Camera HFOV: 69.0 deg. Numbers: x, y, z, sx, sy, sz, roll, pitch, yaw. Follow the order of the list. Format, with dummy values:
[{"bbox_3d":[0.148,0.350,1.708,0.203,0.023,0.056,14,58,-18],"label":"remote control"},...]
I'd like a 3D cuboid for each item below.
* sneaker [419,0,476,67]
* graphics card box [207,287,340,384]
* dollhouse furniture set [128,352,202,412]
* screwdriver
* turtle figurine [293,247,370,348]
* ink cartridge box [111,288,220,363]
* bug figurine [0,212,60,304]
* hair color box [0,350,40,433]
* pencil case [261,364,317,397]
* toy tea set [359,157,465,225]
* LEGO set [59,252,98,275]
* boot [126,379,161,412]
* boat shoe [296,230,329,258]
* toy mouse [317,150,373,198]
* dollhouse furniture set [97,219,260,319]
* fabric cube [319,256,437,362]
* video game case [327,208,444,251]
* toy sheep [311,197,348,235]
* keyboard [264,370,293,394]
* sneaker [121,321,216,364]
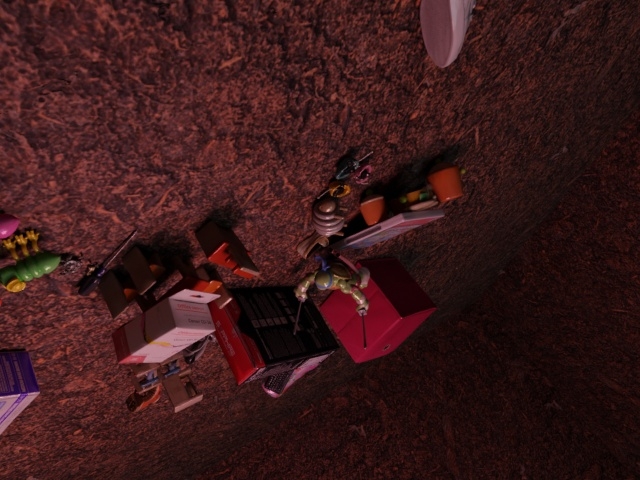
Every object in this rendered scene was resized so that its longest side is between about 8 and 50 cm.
[{"bbox_3d":[0.260,-0.437,0.776,0.169,0.108,0.292,-30,153,-6],"label":"sneaker"},{"bbox_3d":[-0.126,0.250,1.306,0.094,0.232,0.371,-46,154,25],"label":"graphics card box"},{"bbox_3d":[-0.411,0.378,1.224,0.129,0.183,0.129,-20,150,-30],"label":"dollhouse furniture set"},{"bbox_3d":[-0.396,0.041,0.873,0.170,0.024,0.025,-46,-177,5],"label":"screwdriver"},{"bbox_3d":[0.037,0.157,1.337,0.198,0.274,0.266,-17,-178,23],"label":"turtle figurine"},{"bbox_3d":[-0.295,0.173,0.921,0.198,0.067,0.115,-32,156,18],"label":"ink cartridge box"},{"bbox_3d":[-0.510,0.040,0.662,0.216,0.072,0.279,-29,153,-16],"label":"bug figurine"},{"bbox_3d":[-0.708,0.291,0.800,0.185,0.110,0.339,-43,152,16],"label":"hair color box"},{"bbox_3d":[-0.114,0.525,1.929,0.284,0.124,0.124,-42,154,9],"label":"pencil case"},{"bbox_3d":[0.253,-0.143,1.302,0.336,0.124,0.200,-17,178,-41],"label":"toy tea set"},{"bbox_3d":[-0.431,0.047,0.827,0.054,0.023,0.083,-47,152,21],"label":"LEGO set"},{"bbox_3d":[-0.505,0.452,1.386,0.158,0.059,0.085,-42,158,31],"label":"boot"},{"bbox_3d":[0.000,0.000,1.258,0.135,0.045,0.050,-39,155,7],"label":"boat shoe"},{"bbox_3d":[0.075,-0.163,1.092,0.161,0.031,0.143,-8,143,-45],"label":"toy mouse"},{"bbox_3d":[-0.269,0.093,0.975,0.259,0.135,0.262,-41,154,9],"label":"dollhouse furniture set"},{"bbox_3d":[0.207,0.244,1.681,0.254,0.259,0.258,-1,137,-49],"label":"fabric cube"},{"bbox_3d":[0.184,-0.026,1.333,0.204,0.025,0.285,-8,168,-45],"label":"video game case"},{"bbox_3d":[0.021,-0.053,1.148,0.091,0.091,0.132,-25,140,-23],"label":"toy sheep"},{"bbox_3d":[-0.167,0.521,1.859,0.180,0.108,0.023,-62,180,9],"label":"keyboard"},{"bbox_3d":[-0.357,0.241,1.107,0.229,0.132,0.086,-14,146,-27],"label":"sneaker"}]
